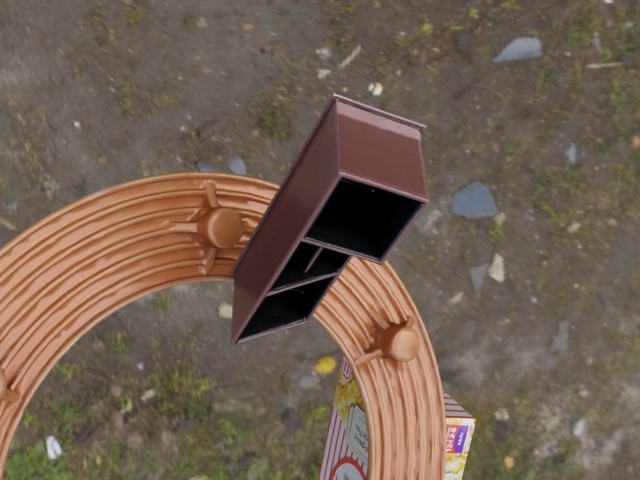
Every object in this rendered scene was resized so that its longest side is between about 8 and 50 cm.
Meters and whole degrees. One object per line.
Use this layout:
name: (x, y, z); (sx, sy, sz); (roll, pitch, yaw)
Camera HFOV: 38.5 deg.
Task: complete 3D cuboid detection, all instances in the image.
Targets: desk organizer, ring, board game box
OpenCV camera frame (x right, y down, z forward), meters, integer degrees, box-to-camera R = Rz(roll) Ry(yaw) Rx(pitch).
desk organizer: (0.000, 0.000, 0.433); (0.047, 0.050, 0.130); (17, 134, -18)
ring: (-0.055, 0.131, 0.483); (0.337, 0.032, 0.336); (-2, 93, -33)
board game box: (0.045, 0.190, 0.685); (0.045, 0.147, 0.193); (6, 102, -20)
